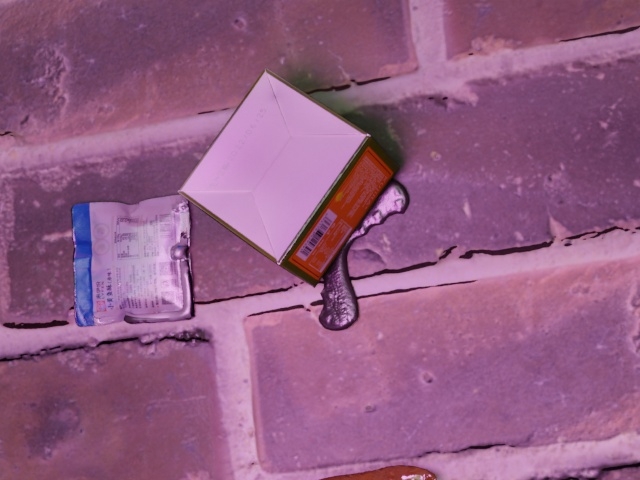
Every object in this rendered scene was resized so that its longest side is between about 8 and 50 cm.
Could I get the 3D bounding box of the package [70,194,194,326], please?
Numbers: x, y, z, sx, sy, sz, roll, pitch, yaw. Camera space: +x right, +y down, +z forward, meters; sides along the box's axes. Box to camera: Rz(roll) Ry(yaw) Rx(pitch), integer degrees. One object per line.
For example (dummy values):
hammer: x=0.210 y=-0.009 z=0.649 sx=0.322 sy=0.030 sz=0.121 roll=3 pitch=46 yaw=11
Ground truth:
package: x=-0.255 y=0.027 z=1.866 sx=0.173 sy=0.027 sz=0.171 roll=-4 pitch=86 yaw=15

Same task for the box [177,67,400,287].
box: x=-0.036 y=-0.075 z=1.744 sx=0.177 sy=0.148 sz=0.195 roll=34 pitch=89 yaw=25

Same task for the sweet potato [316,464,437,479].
sweet potato: x=-0.003 y=0.337 z=1.743 sx=0.314 sy=0.066 sz=0.072 roll=-12 pitch=88 yaw=11

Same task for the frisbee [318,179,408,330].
frisbee: x=0.000 y=0.000 z=1.806 sx=0.187 sy=0.012 sz=0.211 roll=20 pitch=89 yaw=17
